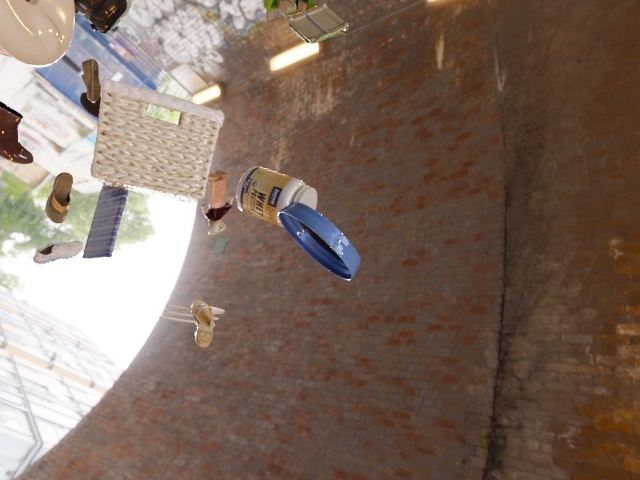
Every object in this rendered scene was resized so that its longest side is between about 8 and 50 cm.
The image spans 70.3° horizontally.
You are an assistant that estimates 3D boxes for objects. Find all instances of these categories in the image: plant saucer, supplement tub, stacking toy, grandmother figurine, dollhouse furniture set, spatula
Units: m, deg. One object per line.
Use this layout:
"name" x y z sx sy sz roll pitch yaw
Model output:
"plant saucer" -0.529 0.024 2.402 0.192 0.067 0.018 129 -30 -58
"supplement tub" -0.196 -0.191 2.062 0.316 0.228 0.228 20 -112 21
"stacking toy" -0.781 -0.514 0.878 0.479 0.351 0.351 -3 -139 -1
"grandmother figurine" -0.525 -0.181 2.305 0.104 0.207 0.343 34 -54 37
"dollhouse furniture set" -0.060 -0.834 1.772 0.197 0.301 0.151 -35 163 -25
"spatula" -0.538 0.309 1.896 0.168 0.241 0.019 -47 -143 47

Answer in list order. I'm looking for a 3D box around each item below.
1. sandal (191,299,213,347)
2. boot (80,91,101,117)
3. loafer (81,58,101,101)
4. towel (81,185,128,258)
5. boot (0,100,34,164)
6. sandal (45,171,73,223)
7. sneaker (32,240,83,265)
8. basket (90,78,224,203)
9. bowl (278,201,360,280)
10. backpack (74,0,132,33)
"sandal" -0.440 0.294 1.750 0.079 0.088 0.240 -57 -148 27
"boot" -1.088 -0.683 2.352 0.115 0.305 0.112 -65 176 -68
"loafer" -0.821 -0.571 1.622 0.056 0.050 0.148 -65 163 -75
"towel" -0.746 -0.095 1.612 0.243 0.040 0.336 -5 -110 44
"boot" -1.223 -0.420 1.792 0.206 0.248 0.090 -29 -137 27
"sandal" -0.848 -0.135 1.488 0.049 0.072 0.180 31 -74 31
"sneaker" -1.056 0.038 1.838 0.190 0.071 0.083 -27 161 -42
"basket" -0.492 -0.272 1.357 0.331 0.328 0.267 -171 -87 -68
"bowl" 0.000 0.000 1.804 0.077 0.391 0.391 -47 -149 -13
"backpack" -0.682 -0.778 1.432 0.188 0.166 0.145 -16 -136 38
